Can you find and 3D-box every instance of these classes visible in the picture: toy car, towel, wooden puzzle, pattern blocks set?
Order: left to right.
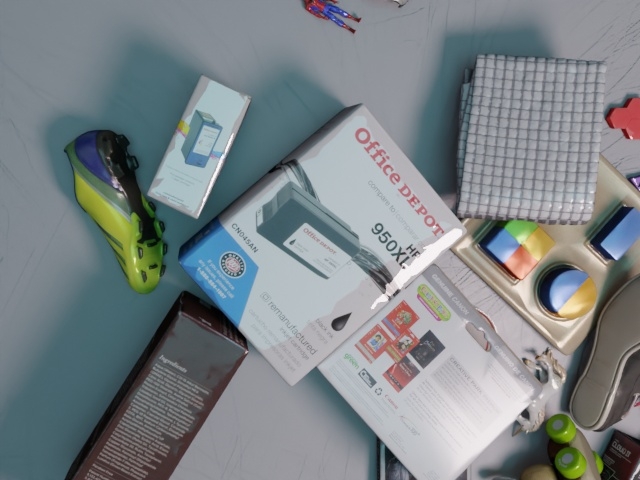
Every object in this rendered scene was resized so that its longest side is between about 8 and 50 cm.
[{"bbox_3d":[0.356,-0.172,1.332,0.235,0.121,0.283,5,83,11],"label":"towel"},{"bbox_3d":[0.423,0.443,1.448,0.188,0.149,0.155,-29,121,21],"label":"toy car"},{"bbox_3d":[0.456,-0.003,1.415,0.348,0.080,0.322,42,89,-10],"label":"wooden puzzle"},{"bbox_3d":[0.725,-0.193,1.460,0.325,0.026,0.285,-25,99,-5],"label":"pattern blocks set"}]

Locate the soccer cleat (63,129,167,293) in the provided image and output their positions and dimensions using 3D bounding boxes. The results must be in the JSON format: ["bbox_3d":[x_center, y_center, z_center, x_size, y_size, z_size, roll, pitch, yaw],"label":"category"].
[{"bbox_3d":[-0.349,-0.045,1.307,0.121,0.093,0.289,-10,104,24],"label":"soccer cleat"}]

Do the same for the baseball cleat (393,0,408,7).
[{"bbox_3d":[0.084,-0.488,1.315,0.206,0.072,0.109,43,96,-6],"label":"baseball cleat"}]

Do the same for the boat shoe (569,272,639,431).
[{"bbox_3d":[0.568,0.205,1.427,0.096,0.112,0.335,6,113,-36],"label":"boat shoe"}]

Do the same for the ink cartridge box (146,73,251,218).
[{"bbox_3d":[-0.196,-0.154,1.268,0.093,0.154,0.212,26,93,-8],"label":"ink cartridge box"}]

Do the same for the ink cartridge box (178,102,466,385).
[{"bbox_3d":[0.000,0.000,1.307,0.395,0.166,0.285,-41,100,-2],"label":"ink cartridge box"}]

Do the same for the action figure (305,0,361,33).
[{"bbox_3d":[0.014,-0.400,1.337,0.115,0.030,0.038,24,97,-8],"label":"action figure"}]

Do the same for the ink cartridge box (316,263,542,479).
[{"bbox_3d":[0.183,0.235,1.356,0.272,0.130,0.309,-41,95,-6],"label":"ink cartridge box"}]

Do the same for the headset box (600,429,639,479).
[{"bbox_3d":[0.632,0.522,1.482,0.218,0.110,0.293,26,92,-9],"label":"headset box"}]

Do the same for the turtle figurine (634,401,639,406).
[{"bbox_3d":[0.697,0.317,1.470,0.234,0.175,0.118,51,132,7],"label":"turtle figurine"}]

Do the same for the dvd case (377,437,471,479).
[{"bbox_3d":[0.195,0.400,1.445,0.179,0.029,0.238,-2,95,-9],"label":"dvd case"}]

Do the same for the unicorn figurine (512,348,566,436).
[{"bbox_3d":[0.404,0.289,1.450,0.162,0.060,0.111,-38,99,-2],"label":"unicorn figurine"}]

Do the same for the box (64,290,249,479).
[{"bbox_3d":[-0.277,0.288,1.290,0.143,0.191,0.381,31,92,-10],"label":"box"}]

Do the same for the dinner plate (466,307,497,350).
[{"bbox_3d":[0.263,0.190,1.441,0.141,0.017,0.141,-1,97,-9],"label":"dinner plate"}]
